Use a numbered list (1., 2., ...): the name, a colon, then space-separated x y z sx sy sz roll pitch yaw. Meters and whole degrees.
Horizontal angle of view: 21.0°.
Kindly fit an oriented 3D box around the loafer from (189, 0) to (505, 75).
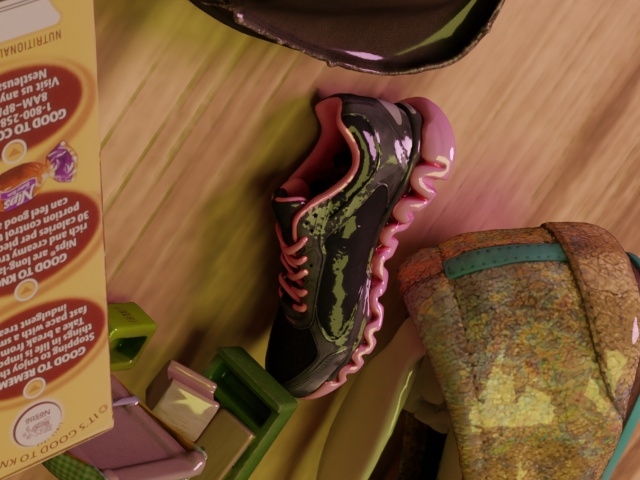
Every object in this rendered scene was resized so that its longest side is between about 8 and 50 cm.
1. loafer: -0.011 -0.090 0.495 0.220 0.078 0.080 16 109 -48

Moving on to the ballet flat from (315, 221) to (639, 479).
1. ballet flat: 0.045 0.142 0.725 0.123 0.123 0.348 -15 131 -34

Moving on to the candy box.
1. candy box: -0.101 -0.041 0.428 0.053 0.109 0.187 -24 134 -28

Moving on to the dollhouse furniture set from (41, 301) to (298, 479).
1. dollhouse furniture set: -0.070 0.066 0.558 0.058 0.076 0.151 -54 160 15

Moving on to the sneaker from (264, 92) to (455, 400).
1. sneaker: 0.000 0.000 0.612 0.057 0.047 0.119 12 105 -40
